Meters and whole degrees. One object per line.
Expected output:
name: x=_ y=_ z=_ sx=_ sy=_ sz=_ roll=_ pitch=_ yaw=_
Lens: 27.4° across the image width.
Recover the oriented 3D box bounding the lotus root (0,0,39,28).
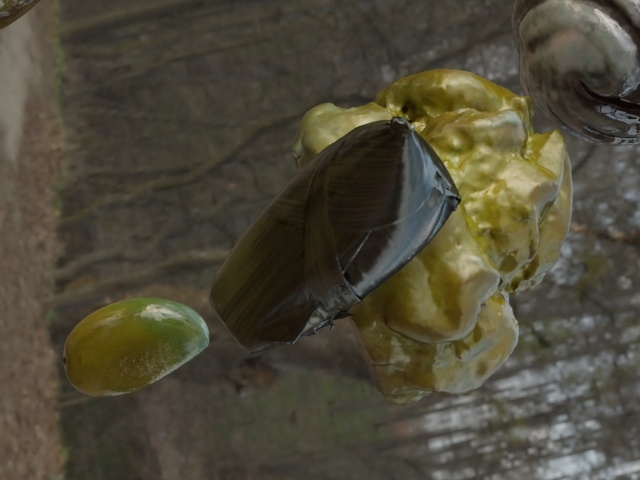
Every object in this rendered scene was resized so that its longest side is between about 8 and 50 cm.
lotus root: x=-0.354 y=-0.272 z=1.264 sx=0.314 sy=0.169 sz=0.141 roll=-23 pitch=-110 yaw=42

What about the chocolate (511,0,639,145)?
chocolate: x=0.336 y=-0.229 z=1.446 sx=0.213 sy=0.303 sz=0.303 roll=-39 pitch=124 yaw=-50

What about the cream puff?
cream puff: x=0.123 y=-0.019 z=1.251 sx=0.324 sy=0.257 sz=0.291 roll=-103 pitch=169 yaw=-78

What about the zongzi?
zongzi: x=0.000 y=0.000 z=0.979 sx=0.112 sy=0.221 sz=0.242 roll=48 pitch=5 yaw=6

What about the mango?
mango: x=-0.241 y=0.138 z=1.712 sx=0.092 sy=0.195 sz=0.130 roll=-102 pitch=-177 yaw=-64
